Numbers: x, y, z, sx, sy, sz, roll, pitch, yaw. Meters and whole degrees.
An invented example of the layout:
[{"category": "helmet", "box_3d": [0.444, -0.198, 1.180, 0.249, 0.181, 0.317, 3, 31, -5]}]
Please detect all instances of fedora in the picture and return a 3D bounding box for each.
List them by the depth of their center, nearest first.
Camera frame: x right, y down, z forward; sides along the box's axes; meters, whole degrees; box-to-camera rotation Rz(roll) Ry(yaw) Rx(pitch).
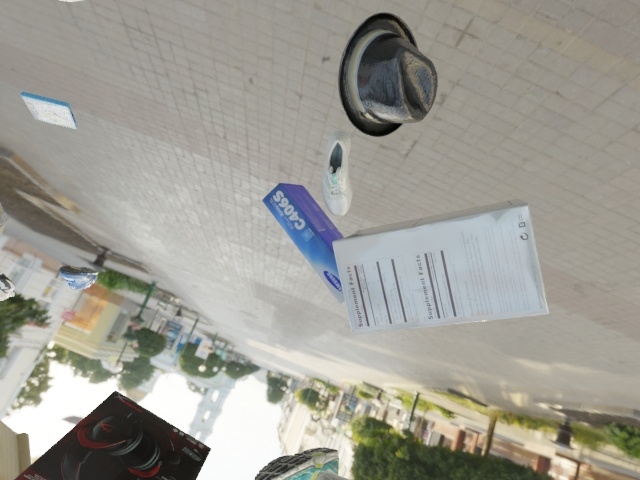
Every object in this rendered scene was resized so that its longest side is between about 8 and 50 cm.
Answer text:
[{"category": "fedora", "box_3d": [0.205, -0.418, 1.133, 0.153, 0.334, 0.334, 31, 172, 41]}]

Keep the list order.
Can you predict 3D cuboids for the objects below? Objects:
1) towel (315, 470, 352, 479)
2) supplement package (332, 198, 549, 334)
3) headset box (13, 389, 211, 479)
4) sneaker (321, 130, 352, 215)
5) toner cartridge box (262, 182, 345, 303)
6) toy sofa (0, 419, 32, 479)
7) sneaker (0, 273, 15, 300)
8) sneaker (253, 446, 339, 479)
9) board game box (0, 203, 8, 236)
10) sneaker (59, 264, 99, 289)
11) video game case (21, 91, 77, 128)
[{"category": "towel", "box_3d": [0.111, 0.512, 0.687, 0.321, 0.090, 0.374, 20, 175, 12]}, {"category": "supplement package", "box_3d": [0.161, 0.034, 0.594, 0.244, 0.133, 0.139, -11, -176, 22]}, {"category": "headset box", "box_3d": [-0.325, 0.392, 0.664, 0.218, 0.110, 0.293, 32, -173, -1]}, {"category": "sneaker", "box_3d": [0.036, -0.151, 1.043, 0.080, 0.212, 0.094, 1, -156, 6]}, {"category": "toner cartridge box", "box_3d": [0.000, 0.000, 1.172, 0.347, 0.075, 0.165, 52, -160, 9]}, {"category": "toy sofa", "box_3d": [-0.722, 0.506, 0.776, 0.150, 0.363, 0.177, 40, 152, 44]}, {"category": "sneaker", "box_3d": [-0.766, 0.117, 1.034, 0.040, 0.044, 0.109, 46, 136, 4]}, {"category": "sneaker", "box_3d": [-0.044, 0.595, 1.077, 0.107, 0.109, 0.275, -20, 156, 40]}, {"category": "board game box", "box_3d": [-0.669, -0.058, 0.834, 0.201, 0.035, 0.136, -133, 32, -52]}, {"category": "sneaker", "box_3d": [-0.801, 0.130, 1.418, 0.069, 0.082, 0.209, 24, 171, -4]}, {"category": "video game case", "box_3d": [-0.811, -0.388, 1.296, 0.119, 0.015, 0.166, 11, 167, -20]}]
